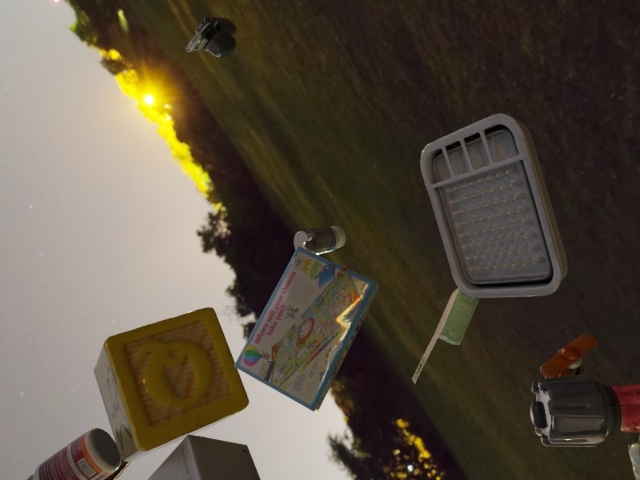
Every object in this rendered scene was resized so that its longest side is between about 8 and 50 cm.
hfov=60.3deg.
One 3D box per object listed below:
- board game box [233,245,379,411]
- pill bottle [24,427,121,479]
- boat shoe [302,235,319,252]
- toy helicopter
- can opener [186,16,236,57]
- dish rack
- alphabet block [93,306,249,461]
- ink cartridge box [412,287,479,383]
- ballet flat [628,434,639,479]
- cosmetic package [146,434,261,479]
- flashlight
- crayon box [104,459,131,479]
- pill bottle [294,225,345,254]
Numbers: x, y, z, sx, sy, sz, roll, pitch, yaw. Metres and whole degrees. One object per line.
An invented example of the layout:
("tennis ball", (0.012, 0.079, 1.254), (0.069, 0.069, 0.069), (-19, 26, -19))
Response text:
("board game box", (-0.014, 0.096, 0.615), (0.103, 0.154, 0.026), (25, 169, 18))
("pill bottle", (-0.614, 0.570, 1.346), (0.121, 0.221, 0.121), (55, 177, 4))
("boat shoe", (-0.030, 0.018, 1.403), (0.035, 0.035, 0.100), (41, -160, -4))
("toy helicopter", (0.640, 0.388, 1.445), (0.140, 0.355, 0.235), (15, 115, 34))
("can opener", (-0.225, -0.442, 1.225), (0.095, 0.076, 0.283), (40, -162, -11))
("dish rack", (0.336, -0.059, 1.065), (0.285, 0.072, 0.333), (-15, 90, 63))
("alphabet block", (-0.266, 0.252, 0.960), (0.197, 0.193, 0.192), (-43, 68, 54))
("ink cartridge box", (0.284, 0.224, 1.256), (0.056, 0.235, 0.171), (24, 173, 11))
("ballet flat", (0.604, 0.360, 0.999), (0.086, 0.249, 0.086), (17, 170, 3))
("cosmetic package", (-0.189, 0.463, 0.833), (0.138, 0.225, 0.224), (33, -167, -43))
("flashlight", (0.400, 0.180, 0.604), (0.103, 0.304, 0.103), (-78, -17, -70))
("crayon box", (-0.706, 0.777, 1.567), (0.106, 0.313, 0.363), (34, 170, 0))
("pill bottle", (0.000, 0.000, 1.569), (0.078, 0.137, 0.078), (20, 116, 49))
